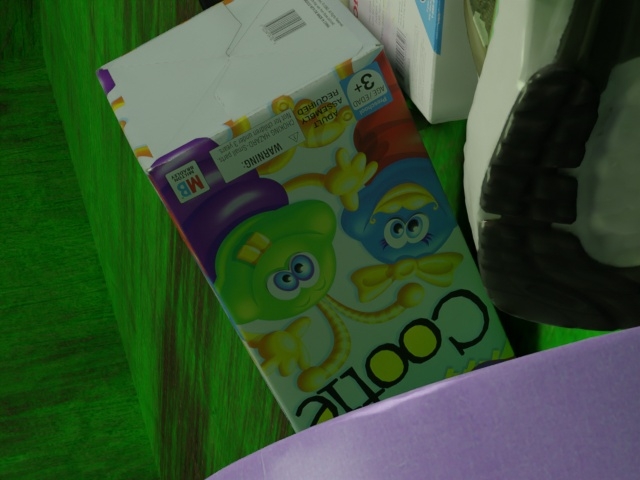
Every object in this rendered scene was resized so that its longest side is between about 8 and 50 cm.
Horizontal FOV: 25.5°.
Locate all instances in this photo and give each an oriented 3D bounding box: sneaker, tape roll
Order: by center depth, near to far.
[{"bbox_3d":[0.091,0.109,0.530,0.275,0.275,0.090,121,136,-67],"label":"tape roll"},{"bbox_3d":[0.114,-0.167,0.547,0.182,0.158,0.410,-101,14,-53],"label":"sneaker"}]

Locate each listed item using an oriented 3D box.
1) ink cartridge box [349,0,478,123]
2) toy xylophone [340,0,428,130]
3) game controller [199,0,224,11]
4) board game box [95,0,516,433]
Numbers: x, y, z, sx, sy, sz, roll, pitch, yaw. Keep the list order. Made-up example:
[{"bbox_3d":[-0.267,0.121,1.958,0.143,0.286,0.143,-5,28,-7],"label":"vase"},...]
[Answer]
[{"bbox_3d":[0.075,-0.142,0.769,0.143,0.090,0.092,-120,25,-51],"label":"ink cartridge box"},{"bbox_3d":[-0.014,-0.218,0.914,0.236,0.081,0.322,37,141,29],"label":"toy xylophone"},{"bbox_3d":[-0.063,-0.211,1.113,0.166,0.067,0.319,45,163,52],"label":"game controller"},{"bbox_3d":[0.000,0.000,0.854,0.275,0.142,0.144,63,177,-34],"label":"board game box"}]
